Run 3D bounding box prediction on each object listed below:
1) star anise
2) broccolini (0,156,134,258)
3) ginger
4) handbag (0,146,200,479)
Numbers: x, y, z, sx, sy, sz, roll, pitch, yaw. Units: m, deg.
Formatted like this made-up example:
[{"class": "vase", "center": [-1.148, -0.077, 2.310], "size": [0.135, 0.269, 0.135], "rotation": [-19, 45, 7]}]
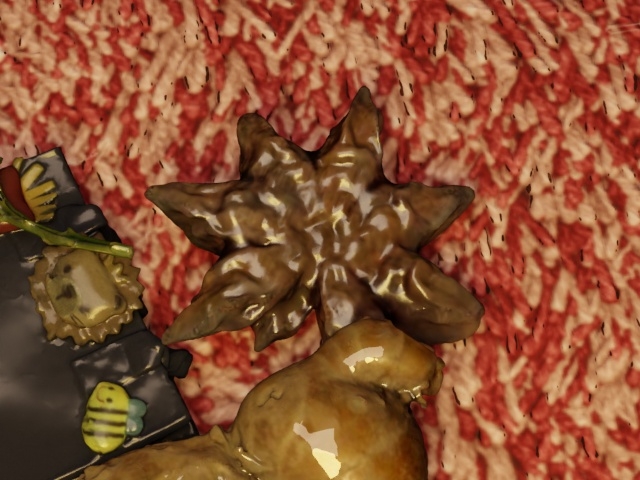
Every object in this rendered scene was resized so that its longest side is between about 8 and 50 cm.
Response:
[{"class": "star anise", "center": [-0.006, 0.017, 1.461], "size": [0.315, 0.108, 0.315], "rotation": [5, 71, -13]}, {"class": "broccolini", "center": [-0.244, -0.023, 1.439], "size": [0.194, 0.054, 0.052], "rotation": [33, 94, 17]}, {"class": "ginger", "center": [-0.040, 0.221, 1.358], "size": [0.375, 0.176, 0.256], "rotation": [-43, 87, -4]}, {"class": "handbag", "center": [-0.296, 0.102, 1.461], "size": [0.329, 0.122, 0.303], "rotation": [-26, 70, -7]}]
